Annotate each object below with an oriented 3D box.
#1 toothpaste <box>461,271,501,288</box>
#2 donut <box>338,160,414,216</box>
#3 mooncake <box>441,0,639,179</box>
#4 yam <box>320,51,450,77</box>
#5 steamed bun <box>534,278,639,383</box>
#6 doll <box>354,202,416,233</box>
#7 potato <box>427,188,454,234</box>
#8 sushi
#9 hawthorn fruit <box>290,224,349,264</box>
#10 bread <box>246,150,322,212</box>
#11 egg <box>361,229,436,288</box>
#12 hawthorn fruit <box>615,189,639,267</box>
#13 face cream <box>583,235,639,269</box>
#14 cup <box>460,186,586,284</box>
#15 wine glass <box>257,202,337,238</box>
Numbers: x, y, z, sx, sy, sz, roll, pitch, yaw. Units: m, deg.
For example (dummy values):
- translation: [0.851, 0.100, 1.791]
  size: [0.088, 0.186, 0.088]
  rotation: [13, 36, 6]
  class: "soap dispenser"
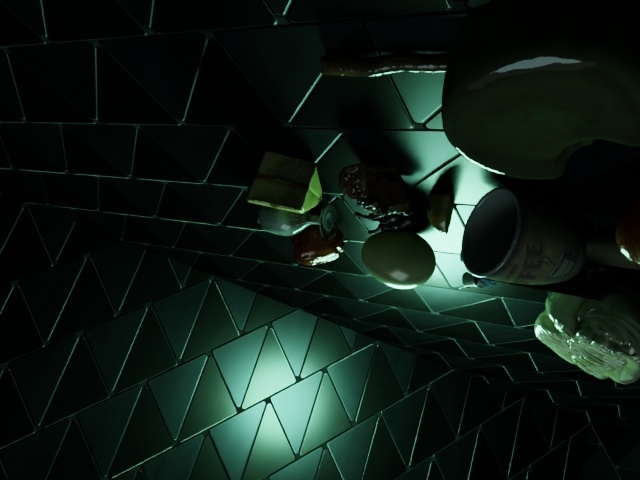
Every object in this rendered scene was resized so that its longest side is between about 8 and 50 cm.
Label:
- translation: [0.584, 0.114, 2.039]
  size: [0.096, 0.061, 0.266]
  rotation: [32, 150, -32]
  class: "toothpaste"
- translation: [0.147, -0.137, 1.662]
  size: [0.187, 0.144, 0.126]
  rotation: [-6, -172, -43]
  class: "donut"
- translation: [0.360, -0.251, 1.003]
  size: [0.352, 0.187, 0.351]
  rotation: [11, 159, 4]
  class: "mooncake"
- translation: [0.150, -0.337, 1.203]
  size: [0.327, 0.045, 0.045]
  rotation: [8, -172, 27]
  class: "yam"
- translation: [0.845, 0.249, 1.887]
  size: [0.339, 0.247, 0.352]
  rotation: [28, 163, 28]
  class: "steamed bun"
- translation: [0.200, -0.066, 1.882]
  size: [0.165, 0.057, 0.139]
  rotation: [0, 153, 23]
  class: "doll"
- translation: [0.318, -0.073, 1.682]
  size: [0.067, 0.103, 0.096]
  rotation: [7, 156, 23]
  class: "potato"
- translation: [0.634, 0.079, 1.747]
  size: [0.340, 0.068, 0.320]
  rotation: [10, -171, 31]
  class: "sushi"
- translation: [-0.015, 0.002, 2.119]
  size: [0.179, 0.173, 0.173]
  rotation: [-22, 141, 28]
  class: "hawthorn fruit"
- translation: [-0.093, -0.122, 1.829]
  size: [0.168, 0.163, 0.264]
  rotation: [13, 161, 13]
  class: "bread"
- translation: [0.244, 0.056, 1.970]
  size: [0.242, 0.185, 0.186]
  rotation: [12, 160, 23]
  class: "egg"
- translation: [0.727, -0.038, 1.258]
  size: [0.224, 0.224, 0.260]
  rotation: [14, 145, 13]
  class: "hawthorn fruit"
- translation: [0.728, 0.026, 1.633]
  size: [0.137, 0.084, 0.341]
  rotation: [21, 170, -36]
  class: "face cream"
- translation: [0.503, 0.026, 1.596]
  size: [0.257, 0.227, 0.301]
  rotation: [19, 154, -20]
  class: "cup"
- translation: [-0.074, -0.071, 2.007]
  size: [0.241, 0.126, 0.126]
  rotation: [5, 157, 26]
  class: "wine glass"
